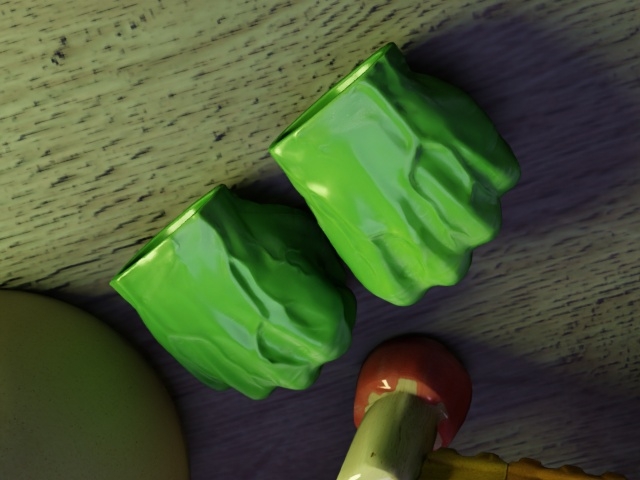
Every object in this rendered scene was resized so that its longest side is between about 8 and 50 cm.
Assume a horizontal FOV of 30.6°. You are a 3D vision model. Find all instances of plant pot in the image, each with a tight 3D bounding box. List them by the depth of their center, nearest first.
[{"bbox_3d":[-0.235,0.184,0.768,0.284,0.191,0.284,0,95,-2],"label":"plant pot"}]

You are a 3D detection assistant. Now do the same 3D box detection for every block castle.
[{"bbox_3d":[0.163,0.306,0.864,0.303,0.213,0.453,6,112,13],"label":"block castle"}]

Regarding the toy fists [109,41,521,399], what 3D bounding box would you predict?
[{"bbox_3d":[0.000,0.000,0.768,0.279,0.096,0.142,-37,101,22],"label":"toy fists"}]
